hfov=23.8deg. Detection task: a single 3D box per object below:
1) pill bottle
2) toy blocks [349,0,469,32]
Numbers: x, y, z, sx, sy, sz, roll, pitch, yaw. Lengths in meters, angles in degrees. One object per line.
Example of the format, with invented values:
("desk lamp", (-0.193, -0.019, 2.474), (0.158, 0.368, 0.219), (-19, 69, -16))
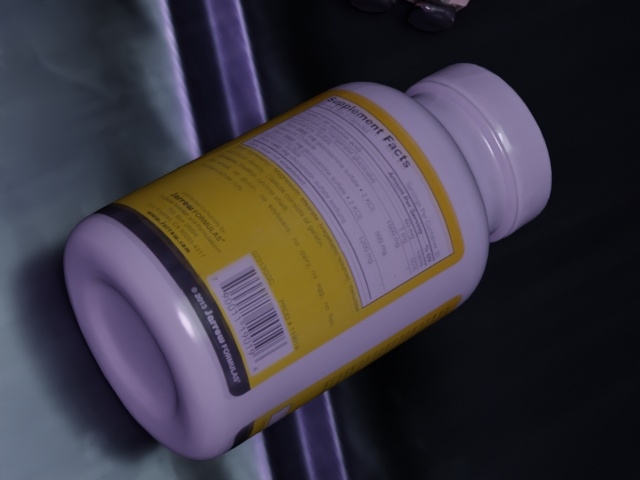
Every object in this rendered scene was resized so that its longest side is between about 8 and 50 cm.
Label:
("pill bottle", (0.000, 0.000, 0.599), (0.184, 0.103, 0.103), (-30, 93, -26))
("toy blocks", (0.011, -0.291, 0.573), (0.288, 0.260, 0.309), (13, 75, -22))
